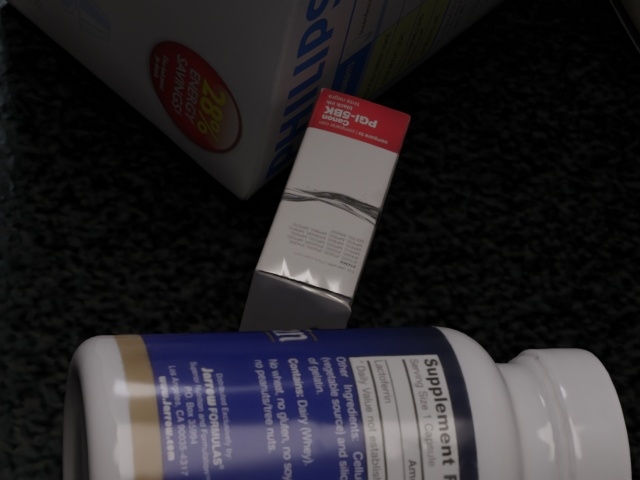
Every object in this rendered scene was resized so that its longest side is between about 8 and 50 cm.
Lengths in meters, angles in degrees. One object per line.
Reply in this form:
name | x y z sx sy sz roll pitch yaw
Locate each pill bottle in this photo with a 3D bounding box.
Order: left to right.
pill bottle | 0.010 0.120 0.981 0.264 0.153 0.153 -1 55 -13

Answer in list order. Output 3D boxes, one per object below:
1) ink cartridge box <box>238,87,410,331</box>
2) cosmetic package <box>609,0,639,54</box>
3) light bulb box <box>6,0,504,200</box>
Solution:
ink cartridge box | 0.000 0.000 1.096 0.056 0.099 0.135 18 53 1
cosmetic package | 0.347 -0.196 1.293 0.296 0.129 0.153 -11 57 -19
light bulb box | 0.022 -0.281 1.141 0.225 0.358 0.361 39 55 18
